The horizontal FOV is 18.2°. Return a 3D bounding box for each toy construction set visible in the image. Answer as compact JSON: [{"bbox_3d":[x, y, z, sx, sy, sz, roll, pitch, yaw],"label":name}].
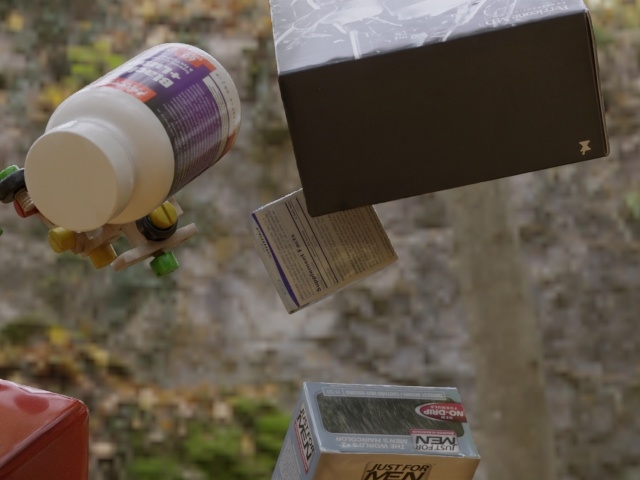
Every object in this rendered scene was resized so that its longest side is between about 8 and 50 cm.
[{"bbox_3d":[-0.265,-0.040,2.716,0.257,0.237,0.309,-40,-9,26],"label":"toy construction set"}]

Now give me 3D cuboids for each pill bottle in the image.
[{"bbox_3d":[-0.146,-0.077,1.536,0.108,0.193,0.108,9,-66,20],"label":"pill bottle"}]

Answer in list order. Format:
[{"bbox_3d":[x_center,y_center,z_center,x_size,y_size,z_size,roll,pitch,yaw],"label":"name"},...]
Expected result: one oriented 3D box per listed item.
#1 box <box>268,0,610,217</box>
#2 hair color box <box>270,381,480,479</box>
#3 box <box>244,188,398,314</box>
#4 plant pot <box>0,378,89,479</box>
[{"bbox_3d":[0.127,-0.199,2.269,0.343,0.312,0.179,-12,-63,1],"label":"box"},{"bbox_3d":[0.034,0.333,2.294,0.185,0.113,0.374,4,-49,-17],"label":"hair color box"},{"bbox_3d":[0.000,0.000,2.343,0.137,0.126,0.072,-25,-3,-15],"label":"box"},{"bbox_3d":[-0.463,0.335,2.491,0.267,0.236,0.267,12,-67,21],"label":"plant pot"}]
